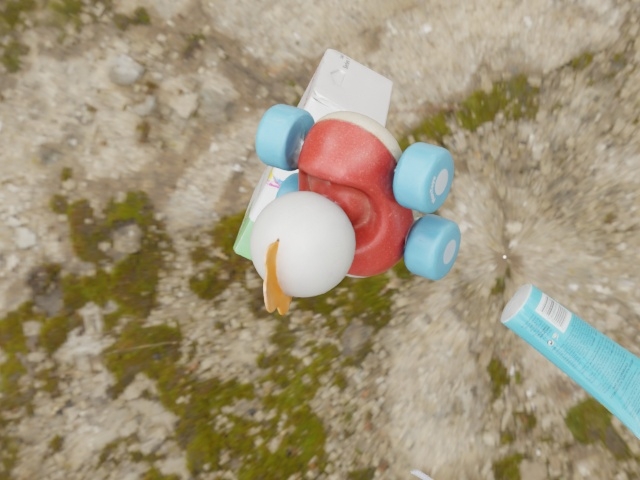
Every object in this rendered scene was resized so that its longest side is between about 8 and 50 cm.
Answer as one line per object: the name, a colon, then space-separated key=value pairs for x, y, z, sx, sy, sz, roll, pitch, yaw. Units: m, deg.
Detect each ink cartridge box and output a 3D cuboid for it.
ink cartridge box: x=-0.009 y=-0.113 z=1.731 sx=0.117 sy=0.201 sz=0.278 roll=26 pitch=119 yaw=-7

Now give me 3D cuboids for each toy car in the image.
toy car: x=0.000 y=0.000 z=1.285 sx=0.219 sy=0.210 sz=0.238 roll=19 pitch=54 yaw=27

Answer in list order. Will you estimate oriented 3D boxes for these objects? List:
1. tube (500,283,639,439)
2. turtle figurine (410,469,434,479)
tube: x=0.291 y=0.127 z=1.273 sx=0.207 sy=0.052 sz=0.080 roll=37 pitch=78 yaw=-6
turtle figurine: x=0.242 y=0.485 z=1.781 sx=0.266 sy=0.198 sz=0.274 roll=-13 pitch=85 yaw=26
